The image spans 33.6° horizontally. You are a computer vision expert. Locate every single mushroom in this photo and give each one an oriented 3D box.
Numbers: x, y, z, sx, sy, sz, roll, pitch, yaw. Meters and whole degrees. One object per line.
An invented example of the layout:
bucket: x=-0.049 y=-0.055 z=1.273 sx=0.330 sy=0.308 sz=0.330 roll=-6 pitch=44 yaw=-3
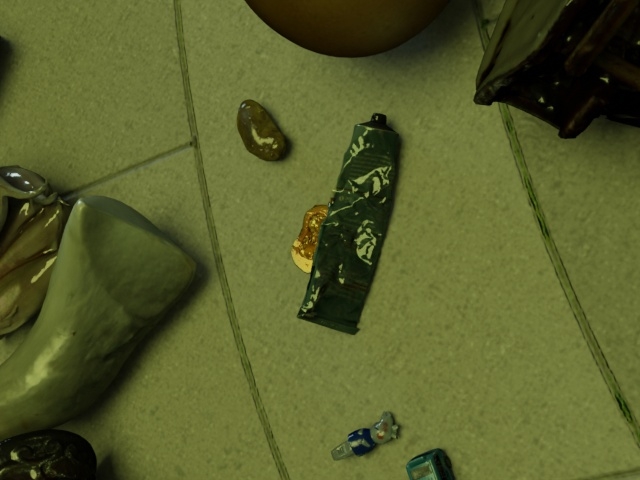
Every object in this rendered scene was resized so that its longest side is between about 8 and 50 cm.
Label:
mushroom: x=-0.326 y=0.130 z=1.316 sx=0.397 sy=0.177 sz=0.126 roll=-54 pitch=33 yaw=14

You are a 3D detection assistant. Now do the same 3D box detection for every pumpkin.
pumpkin: x=-0.001 y=0.000 z=1.222 sx=0.050 sy=0.028 sz=0.083 roll=19 pitch=85 yaw=15

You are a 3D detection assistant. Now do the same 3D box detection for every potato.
potato: x=-0.075 y=-0.130 z=1.276 sx=0.046 sy=0.045 sz=0.092 roll=-30 pitch=67 yaw=-15

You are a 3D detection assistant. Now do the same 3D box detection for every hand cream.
hand cream: x=0.038 y=-0.022 z=1.182 sx=0.075 sy=0.052 sz=0.248 roll=15 pitch=85 yaw=-6

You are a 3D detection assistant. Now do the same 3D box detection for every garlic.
garlic: x=-0.438 y=-0.003 z=1.382 sx=0.237 sy=0.210 sz=0.292 roll=50 pitch=117 yaw=33

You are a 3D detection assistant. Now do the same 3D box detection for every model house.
model house: x=0.346 y=-0.216 z=0.931 sx=0.282 sy=0.297 sz=0.317 roll=22 pitch=89 yaw=-13

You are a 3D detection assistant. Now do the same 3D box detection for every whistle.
whistle: x=0.048 y=0.217 z=1.161 sx=0.083 sy=0.029 sz=0.033 roll=-29 pitch=60 yaw=13

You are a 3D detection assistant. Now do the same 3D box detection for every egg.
egg: x=0.026 y=-0.365 z=1.112 sx=0.282 sy=0.282 sz=0.352 roll=-5 pitch=77 yaw=30

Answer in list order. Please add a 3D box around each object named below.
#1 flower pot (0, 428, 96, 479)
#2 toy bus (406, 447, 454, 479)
flower pot: x=-0.308 y=0.378 z=1.226 sx=0.267 sy=0.266 sz=0.267 roll=-50 pitch=52 yaw=15
toy bus: x=0.120 y=0.261 z=1.103 sx=0.038 sy=0.046 sz=0.083 roll=-27 pitch=71 yaw=24
